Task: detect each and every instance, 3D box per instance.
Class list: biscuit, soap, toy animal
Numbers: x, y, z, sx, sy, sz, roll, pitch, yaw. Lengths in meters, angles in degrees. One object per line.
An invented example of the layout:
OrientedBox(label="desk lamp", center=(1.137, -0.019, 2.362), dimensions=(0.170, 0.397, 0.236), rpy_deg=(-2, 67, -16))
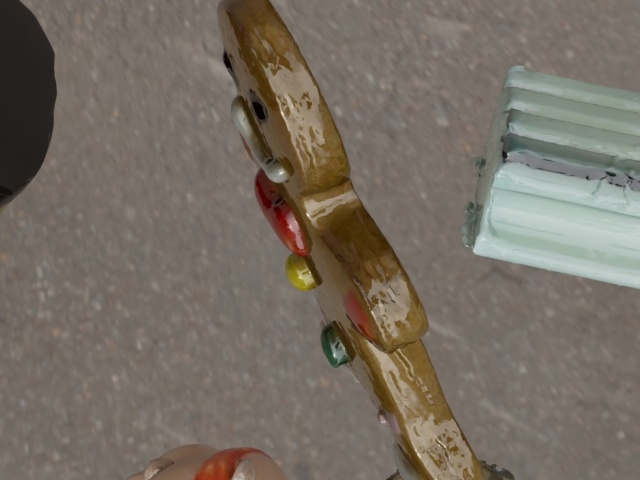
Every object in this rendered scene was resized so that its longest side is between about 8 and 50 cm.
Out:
OrientedBox(label="biscuit", center=(-0.001, 0.001, 1.144), dimensions=(0.064, 0.283, 0.432), rpy_deg=(-28, 134, -5))
OrientedBox(label="soap", center=(0.232, -0.032, 1.069), dimensions=(0.261, 0.150, 0.094), rpy_deg=(11, 120, 2))
OrientedBox(label="toy animal", center=(-0.092, 0.265, 1.442), dimensions=(0.171, 0.197, 0.171), rpy_deg=(1, 88, -21))

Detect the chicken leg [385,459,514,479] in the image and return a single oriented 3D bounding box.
OrientedBox(label="chicken leg", center=(0.097, 0.256, 1.380), dimensions=(0.125, 0.196, 0.080), rpy_deg=(18, 125, 15))

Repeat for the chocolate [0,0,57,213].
OrientedBox(label="chocolate", center=(-0.361, -0.066, 1.213), dimensions=(0.225, 0.340, 0.210), rpy_deg=(44, 123, -11))
